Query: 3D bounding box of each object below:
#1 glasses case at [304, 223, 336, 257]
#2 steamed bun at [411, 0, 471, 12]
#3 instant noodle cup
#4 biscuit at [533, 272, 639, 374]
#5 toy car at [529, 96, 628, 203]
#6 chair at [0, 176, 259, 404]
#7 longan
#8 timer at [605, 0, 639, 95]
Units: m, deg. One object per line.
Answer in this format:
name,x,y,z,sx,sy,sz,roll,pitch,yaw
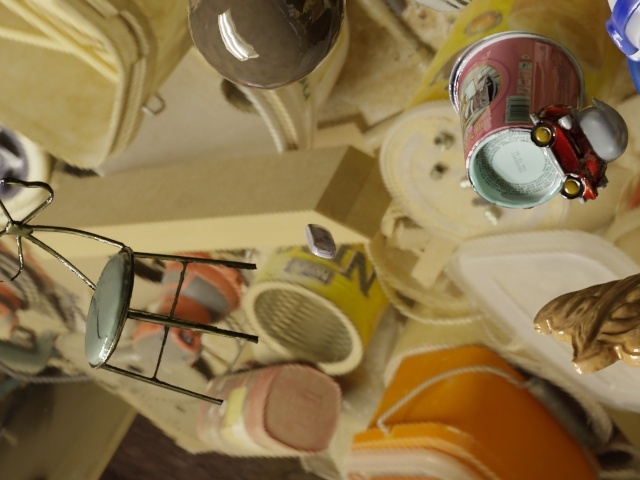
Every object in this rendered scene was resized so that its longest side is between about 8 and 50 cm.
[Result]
glasses case,0.000,0.000,1.192,0.032,0.083,0.021,16,110,-14
steamed bun,0.235,-0.581,1.544,0.247,0.236,0.383,7,139,-42
instant noodle cup,0.328,-0.189,1.585,0.244,0.255,0.244,6,131,7
biscuit,0.305,0.066,0.864,0.250,0.162,0.035,-6,121,43
toy car,0.348,-0.127,1.242,0.112,0.112,0.139,-28,88,19
chair,-0.246,0.071,1.117,0.325,0.170,0.160,17,128,-23
longan,-0.091,-0.405,1.618,0.297,0.297,0.297,18,144,14
timer,0.392,-0.218,0.924,0.270,0.270,0.383,-4,177,38
